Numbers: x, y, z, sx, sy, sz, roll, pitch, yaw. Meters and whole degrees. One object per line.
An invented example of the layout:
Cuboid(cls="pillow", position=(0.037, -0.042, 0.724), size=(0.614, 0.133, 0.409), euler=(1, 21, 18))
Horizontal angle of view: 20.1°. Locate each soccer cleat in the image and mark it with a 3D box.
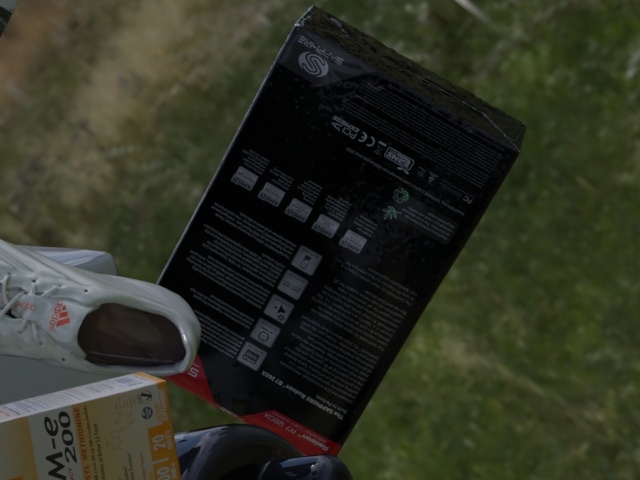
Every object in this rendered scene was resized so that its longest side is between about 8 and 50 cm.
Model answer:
Cuboid(cls="soccer cleat", position=(-0.163, 0.040, 1.032), size=(0.076, 0.196, 0.068), euler=(-133, 54, -73))

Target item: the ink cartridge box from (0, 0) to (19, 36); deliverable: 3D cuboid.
Cuboid(cls="ink cartridge box", position=(-0.313, -0.222, 1.266), size=(0.223, 0.129, 0.307), euler=(33, 96, 38))

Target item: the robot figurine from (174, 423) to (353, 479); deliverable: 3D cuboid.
Cuboid(cls="robot figurine", position=(-0.097, 0.203, 1.111), size=(0.278, 0.209, 0.174), euler=(-14, 64, 36))

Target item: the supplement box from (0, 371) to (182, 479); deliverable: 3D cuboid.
Cuboid(cls="supplement box", position=(-0.123, 0.107, 0.902), size=(0.098, 0.062, 0.036), euler=(-13, 11, -27))

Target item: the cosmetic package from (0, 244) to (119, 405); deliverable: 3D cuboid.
Cuboid(cls="cosmetic package", position=(-0.372, 0.184, 1.334), size=(0.393, 0.330, 0.327), euler=(3, 12, 45))

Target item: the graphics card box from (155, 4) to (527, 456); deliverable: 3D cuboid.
Cuboid(cls="graphics card box", position=(0.000, 0.000, 1.660), size=(0.371, 0.232, 0.094), euler=(-61, -1, 23))
